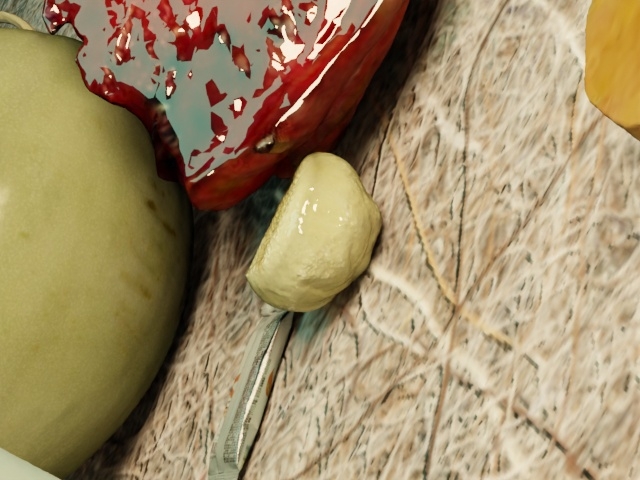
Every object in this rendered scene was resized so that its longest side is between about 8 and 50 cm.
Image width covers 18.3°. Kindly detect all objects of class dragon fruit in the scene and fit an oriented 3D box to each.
[{"bbox_3d":[0.023,-0.176,1.143,0.329,0.228,0.286,-39,59,8],"label":"dragon fruit"}]

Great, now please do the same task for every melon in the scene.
[{"bbox_3d":[-0.204,0.012,1.216,0.272,0.271,0.308,-163,87,-68],"label":"melon"}]

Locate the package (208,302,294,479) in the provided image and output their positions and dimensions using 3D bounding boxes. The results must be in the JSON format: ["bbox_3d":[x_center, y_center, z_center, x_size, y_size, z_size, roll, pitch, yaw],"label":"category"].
[{"bbox_3d":[-0.037,0.080,1.070,0.037,0.015,0.110,-25,42,59],"label":"package"}]

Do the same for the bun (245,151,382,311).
[{"bbox_3d":[0.000,0.000,1.029,0.086,0.054,0.086,-61,7,13],"label":"bun"}]

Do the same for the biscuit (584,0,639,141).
[{"bbox_3d":[0.242,-0.183,0.669,0.385,0.062,0.365,-4,64,66],"label":"biscuit"}]

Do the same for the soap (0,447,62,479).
[{"bbox_3d":[-0.167,0.182,0.956,0.145,0.230,0.091,-51,24,29],"label":"soap"}]
